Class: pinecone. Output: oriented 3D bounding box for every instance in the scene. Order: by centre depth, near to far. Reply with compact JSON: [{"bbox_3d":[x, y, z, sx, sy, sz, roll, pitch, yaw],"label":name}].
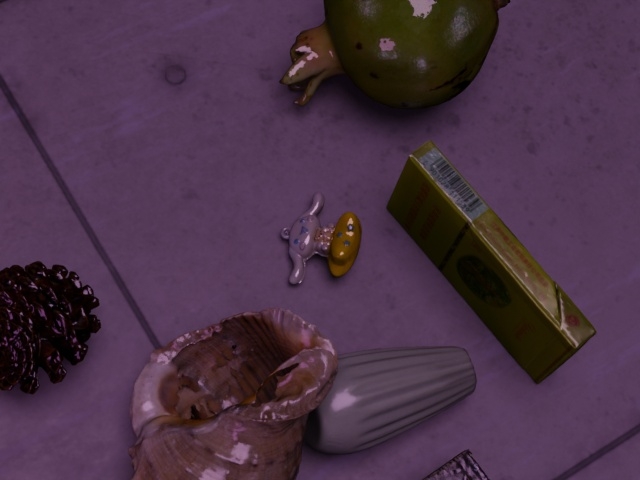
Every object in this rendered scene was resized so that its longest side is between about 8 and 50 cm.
[{"bbox_3d":[-0.355,0.102,1.672,0.163,0.163,0.165,46,35,10],"label":"pinecone"}]

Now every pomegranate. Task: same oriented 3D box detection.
[{"bbox_3d":[0.098,-0.297,1.879,0.340,0.260,0.260,-28,73,11],"label":"pomegranate"}]

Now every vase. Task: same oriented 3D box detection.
[{"bbox_3d":[0.090,0.199,1.732,0.248,0.128,0.128,-13,70,-25],"label":"vase"}]

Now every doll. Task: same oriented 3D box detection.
[{"bbox_3d":[0.002,-0.007,1.837,0.113,0.071,0.135,-12,63,5],"label":"doll"}]

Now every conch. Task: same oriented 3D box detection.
[{"bbox_3d":[-0.108,0.222,1.647,0.324,0.186,0.263,-33,62,5],"label":"conch"}]

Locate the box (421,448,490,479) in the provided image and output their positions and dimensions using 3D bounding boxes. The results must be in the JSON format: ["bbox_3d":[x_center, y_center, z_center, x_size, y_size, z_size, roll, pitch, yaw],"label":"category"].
[{"bbox_3d":[0.194,0.448,1.662,0.198,0.084,0.310,-31,76,-20],"label":"box"}]

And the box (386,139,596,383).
[{"bbox_3d":[0.224,0.034,1.785,0.047,0.187,0.335,-35,77,-19],"label":"box"}]
